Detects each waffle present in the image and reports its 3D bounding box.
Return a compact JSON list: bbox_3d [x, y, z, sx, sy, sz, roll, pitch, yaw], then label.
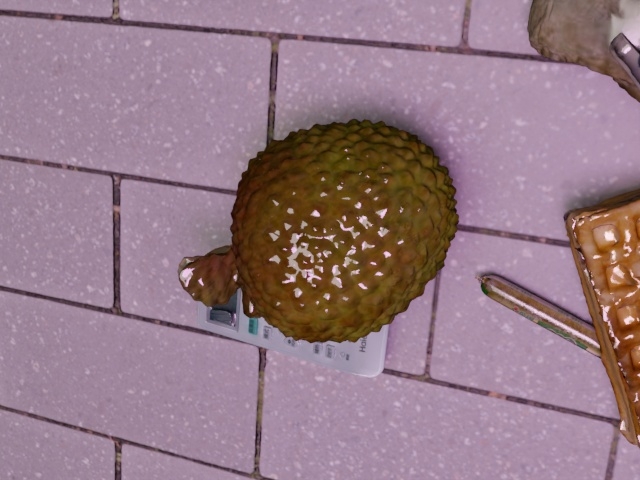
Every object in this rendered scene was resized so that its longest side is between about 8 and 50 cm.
[{"bbox_3d":[0.417,0.084,0.940,0.213,0.091,0.308,-17,97,11],"label":"waffle"}]

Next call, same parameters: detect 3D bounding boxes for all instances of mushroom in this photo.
[{"bbox_3d":[0.358,-0.236,0.860,0.267,0.164,0.189,29,113,12],"label":"mushroom"}]

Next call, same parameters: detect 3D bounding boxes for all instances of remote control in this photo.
[{"bbox_3d":[-0.042,0.107,1.170,0.293,0.051,0.103,13,108,22],"label":"remote control"}]

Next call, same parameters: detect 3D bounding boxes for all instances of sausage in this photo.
[{"bbox_3d":[0.314,0.110,1.039,0.269,0.033,0.032,29,112,12],"label":"sausage"}]

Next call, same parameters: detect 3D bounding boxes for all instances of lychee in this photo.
[{"bbox_3d":[0.010,-0.005,1.005,0.270,0.270,0.320,43,120,6],"label":"lychee"}]

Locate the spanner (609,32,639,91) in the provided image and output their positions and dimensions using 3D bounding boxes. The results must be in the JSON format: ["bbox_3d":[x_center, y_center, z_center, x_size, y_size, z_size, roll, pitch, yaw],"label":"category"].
[{"bbox_3d":[0.402,-0.094,0.810,0.096,0.040,0.325,-37,110,22],"label":"spanner"}]
